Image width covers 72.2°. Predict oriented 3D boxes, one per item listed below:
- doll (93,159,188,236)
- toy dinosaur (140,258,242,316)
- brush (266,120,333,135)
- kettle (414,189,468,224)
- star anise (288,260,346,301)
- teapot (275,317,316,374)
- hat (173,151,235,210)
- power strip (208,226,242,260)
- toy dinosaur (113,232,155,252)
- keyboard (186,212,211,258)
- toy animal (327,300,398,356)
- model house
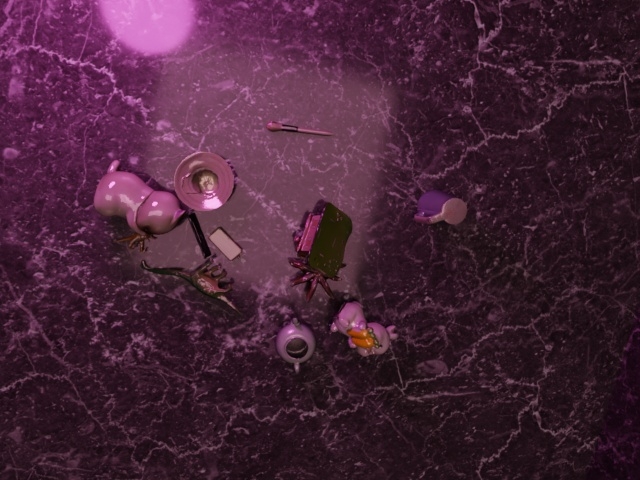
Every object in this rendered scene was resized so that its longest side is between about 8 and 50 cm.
[{"bbox_3d":[-0.752,-0.148,1.809,0.370,0.215,0.226,33,78,-9],"label":"doll"},{"bbox_3d":[-0.564,0.214,1.955,0.301,0.087,0.447,-31,97,0],"label":"toy dinosaur"},{"bbox_3d":[-0.087,-0.489,1.923,0.299,0.039,0.042,4,98,-9],"label":"brush"},{"bbox_3d":[0.520,-0.134,1.950,0.211,0.243,0.159,-17,101,-3],"label":"kettle"},{"bbox_3d":[-0.010,0.148,2.007,0.288,0.088,0.288,0,88,-2],"label":"star anise"},{"bbox_3d":[-0.113,0.479,2.028,0.193,0.129,0.294,-2,99,-6],"label":"teapot"},{"bbox_3d":[-0.488,-0.248,1.874,0.252,0.110,0.251,0,92,-8],"label":"hat"},{"bbox_3d":[-0.422,0.021,1.968,0.076,0.028,0.169,-42,100,1],"label":"power strip"},{"bbox_3d":[-0.804,-0.020,1.914,0.162,0.039,0.126,22,86,-5],"label":"toy dinosaur"},{"bbox_3d":[-0.534,-0.021,1.931,0.013,0.061,0.204,-16,102,16],"label":"keyboard"},{"bbox_3d":[0.202,0.417,2.013,0.310,0.247,0.182,31,111,4],"label":"toy animal"},{"bbox_3d":[-0.001,0.001,1.949,0.207,0.154,0.293,33,68,-41],"label":"model house"}]
